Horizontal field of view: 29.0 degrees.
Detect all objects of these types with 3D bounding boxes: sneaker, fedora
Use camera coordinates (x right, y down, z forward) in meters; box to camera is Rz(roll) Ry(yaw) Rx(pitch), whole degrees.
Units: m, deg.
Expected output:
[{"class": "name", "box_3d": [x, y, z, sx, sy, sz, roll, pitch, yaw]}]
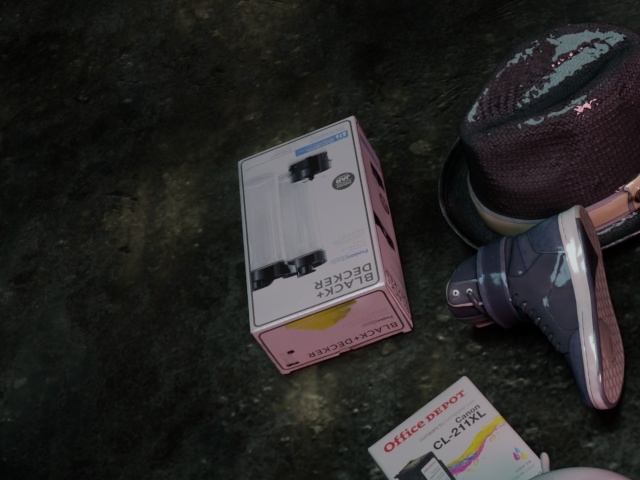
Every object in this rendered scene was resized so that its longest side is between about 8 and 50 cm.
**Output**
[{"class": "sneaker", "box_3d": [0.218, 0.087, 1.274, 0.163, 0.086, 0.226, -20, 51, 23]}, {"class": "fedora", "box_3d": [0.271, -0.137, 1.392, 0.334, 0.152, 0.334, -16, 45, 16]}]

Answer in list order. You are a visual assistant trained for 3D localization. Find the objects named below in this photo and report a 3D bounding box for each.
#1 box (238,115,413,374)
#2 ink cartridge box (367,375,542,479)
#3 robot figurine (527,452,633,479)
[{"class": "box", "box_3d": [0.000, 0.000, 1.469, 0.169, 0.087, 0.290, -20, 45, 13]}, {"class": "ink cartridge box", "box_3d": [0.145, 0.235, 1.186, 0.127, 0.072, 0.175, -37, 44, -4]}, {"class": "robot figurine", "box_3d": [0.241, 0.316, 0.965, 0.300, 0.200, 0.353, -35, 43, -11]}]
